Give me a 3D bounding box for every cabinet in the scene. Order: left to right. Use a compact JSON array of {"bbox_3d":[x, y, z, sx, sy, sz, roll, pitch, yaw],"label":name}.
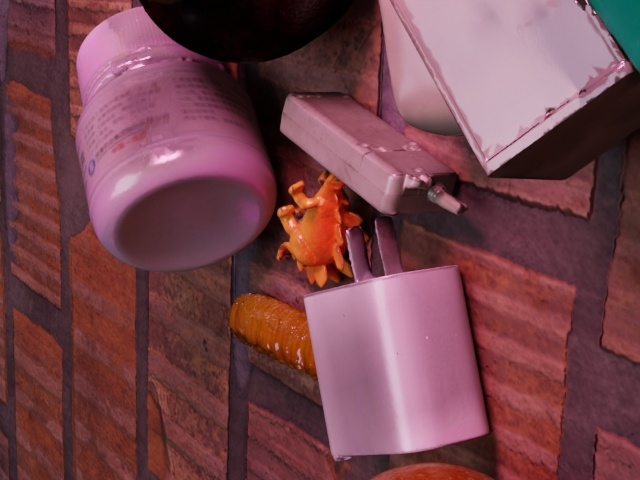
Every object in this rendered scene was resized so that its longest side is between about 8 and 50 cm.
[{"bbox_3d":[0.177,-0.175,1.010,0.145,0.150,0.206,-37,70,32],"label":"cabinet"}]

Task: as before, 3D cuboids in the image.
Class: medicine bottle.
[{"bbox_3d":[-0.202,-0.138,1.616,0.241,0.241,0.302,-58,39,44],"label":"medicine bottle"}]

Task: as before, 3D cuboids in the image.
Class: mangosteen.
[{"bbox_3d":[-0.095,-0.334,1.372,0.297,0.293,0.297,12,130,15],"label":"mangosteen"}]

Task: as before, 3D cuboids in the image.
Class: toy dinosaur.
[{"bbox_3d":[0.000,0.000,1.489,0.117,0.070,0.288,53,152,13],"label":"toy dinosaur"}]

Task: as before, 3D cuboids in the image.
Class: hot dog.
[{"bbox_3d":[-0.038,0.127,1.577,0.289,0.068,0.083,18,104,56],"label":"hot dog"}]

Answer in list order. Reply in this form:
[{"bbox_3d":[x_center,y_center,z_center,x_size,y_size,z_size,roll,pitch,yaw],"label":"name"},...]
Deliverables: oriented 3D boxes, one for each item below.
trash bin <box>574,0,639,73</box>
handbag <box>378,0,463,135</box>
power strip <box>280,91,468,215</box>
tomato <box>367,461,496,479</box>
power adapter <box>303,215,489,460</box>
[{"bbox_3d":[0.323,-0.298,0.774,0.259,0.295,0.381,64,153,27],"label":"trash bin"},{"bbox_3d":[0.187,-0.223,1.129,0.315,0.109,0.241,-11,88,54],"label":"handbag"},{"bbox_3d":[0.063,-0.090,1.352,0.288,0.093,0.053,43,127,46],"label":"power strip"},{"bbox_3d":[0.132,0.350,1.216,0.270,0.222,0.270,167,90,-81],"label":"tomato"},{"bbox_3d":[0.076,0.103,1.345,0.187,0.124,0.255,-18,80,55],"label":"power adapter"}]
